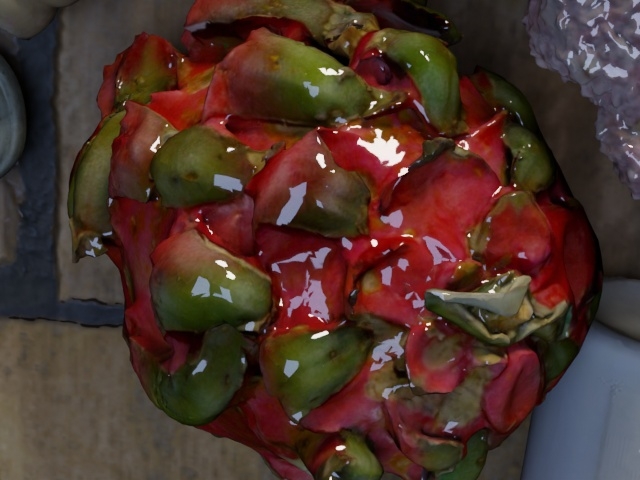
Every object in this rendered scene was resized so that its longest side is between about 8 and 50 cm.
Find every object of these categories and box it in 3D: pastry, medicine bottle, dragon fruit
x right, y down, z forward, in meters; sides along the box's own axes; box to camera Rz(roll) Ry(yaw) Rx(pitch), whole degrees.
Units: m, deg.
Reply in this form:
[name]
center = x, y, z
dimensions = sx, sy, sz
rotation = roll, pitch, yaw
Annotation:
[pastry]
center = 0.157, -0.141, 0.739
dimensions = 0.112, 0.103, 0.265
rotation = 19, 112, 30
[medicine bottle]
center = 0.172, 0.157, 0.908
dimensions = 0.144, 0.144, 0.252
rotation = 12, 106, 9
[dragon fruit]
center = -0.002, -0.007, 0.841
dimensions = 0.231, 0.237, 0.303
rotation = -36, 53, -5

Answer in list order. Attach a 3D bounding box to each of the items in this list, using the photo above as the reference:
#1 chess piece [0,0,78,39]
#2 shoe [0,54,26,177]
[chess piece]
center = -0.074, -0.245, 0.871
dimensions = 0.307, 0.124, 0.139
rotation = -31, 66, 15
[shoe]
center = -0.336, -0.064, 0.951
dimensions = 0.316, 0.159, 0.124
rotation = -1, 104, 16
